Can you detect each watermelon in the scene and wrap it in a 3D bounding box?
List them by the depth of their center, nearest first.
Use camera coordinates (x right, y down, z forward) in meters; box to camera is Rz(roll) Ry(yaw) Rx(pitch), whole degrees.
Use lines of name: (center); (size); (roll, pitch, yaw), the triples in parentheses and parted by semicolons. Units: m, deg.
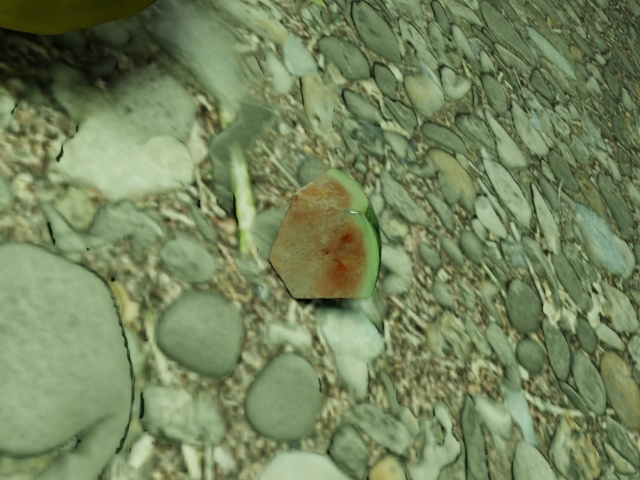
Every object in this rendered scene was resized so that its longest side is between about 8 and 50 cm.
watermelon: (0.003, -0.005, 0.486); (0.072, 0.084, 0.092); (9, 15, -18)

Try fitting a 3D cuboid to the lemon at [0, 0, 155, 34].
lemon: (-0.150, -0.247, 0.357); (0.245, 0.245, 0.320); (-1, 54, -46)
